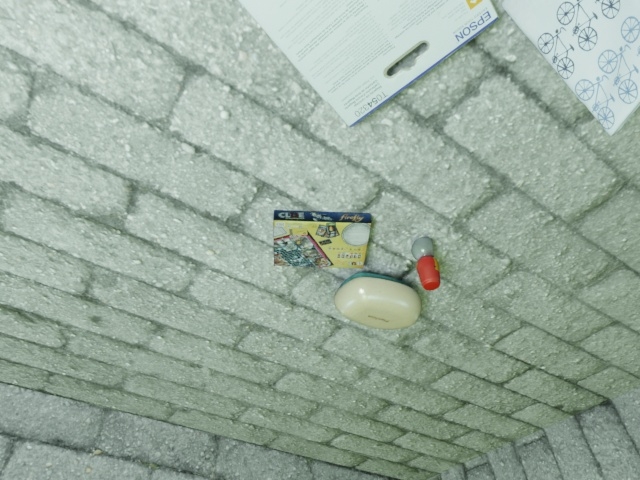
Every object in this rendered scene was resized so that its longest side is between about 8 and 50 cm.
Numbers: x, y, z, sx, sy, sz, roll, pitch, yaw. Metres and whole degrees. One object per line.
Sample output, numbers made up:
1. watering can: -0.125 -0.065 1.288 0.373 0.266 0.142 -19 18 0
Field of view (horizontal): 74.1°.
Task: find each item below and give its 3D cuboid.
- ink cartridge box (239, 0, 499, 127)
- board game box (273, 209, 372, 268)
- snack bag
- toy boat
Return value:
1. ink cartridge box: 0.076 -0.407 0.712 0.324 0.071 0.330 -31 129 24
2. board game box: 0.000 0.000 1.101 0.243 0.042 0.165 2 133 -4
3. snack bag: 0.377 -0.359 0.530 0.037 0.323 0.342 -17 157 -9
4. toy boat: 0.206 0.125 1.168 0.267 0.148 0.318 23 134 -25
